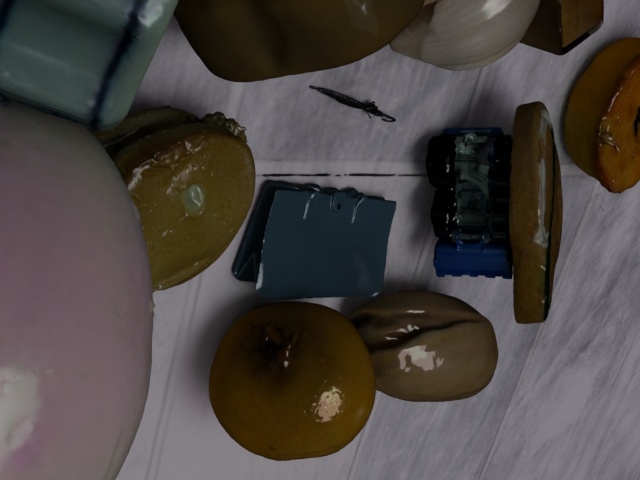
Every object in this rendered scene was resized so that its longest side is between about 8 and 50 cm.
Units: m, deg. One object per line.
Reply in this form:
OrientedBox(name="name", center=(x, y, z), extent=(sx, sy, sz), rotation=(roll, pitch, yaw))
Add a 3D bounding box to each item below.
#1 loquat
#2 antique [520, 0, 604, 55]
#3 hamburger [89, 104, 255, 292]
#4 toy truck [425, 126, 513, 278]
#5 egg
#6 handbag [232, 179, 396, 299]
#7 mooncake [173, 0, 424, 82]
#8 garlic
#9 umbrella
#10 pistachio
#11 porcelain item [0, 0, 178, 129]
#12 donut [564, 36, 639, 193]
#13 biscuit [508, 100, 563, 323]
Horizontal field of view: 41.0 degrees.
OrientedBox(name="loquat", center=(-0.032, 0.173, 1.068), extent=(0.208, 0.208, 0.208), rotation=(-22, 129, -30))
OrientedBox(name="antique", center=(0.294, -0.394, 1.078), extent=(0.093, 0.087, 0.310), rotation=(-37, 135, -21))
OrientedBox(name="hamburger", center=(-0.164, -0.046, 0.870), extent=(0.215, 0.122, 0.189), rotation=(-33, 141, -27))
OrientedBox(name="toy truck", center=(0.215, -0.054, 1.198), extent=(0.126, 0.113, 0.208), rotation=(-50, 139, -62))
OrientedBox(name="egg", center=(-0.282, 0.049, 0.651), extent=(0.354, 0.354, 0.339), rotation=(27, 95, -48))
OrientedBox(name="handbag", center=(0.000, 0.000, 1.100), extent=(0.221, 0.057, 0.144), rotation=(4, 106, -42))
OrientedBox(name="mooncake", center=(-0.016, -0.255, 0.797), extent=(0.235, 0.235, 0.117), rotation=(-43, 132, -12))
OrientedBox(name="garlic", center=(0.134, -0.291, 0.933), extent=(0.203, 0.184, 0.281), rotation=(-38, 138, 6))
OrientedBox(name="umbrella", center=(0.044, -0.168, 1.050), extent=(0.149, 0.022, 0.022), rotation=(14, 80, -46))
OrientedBox(name="pistachio", center=(0.160, 0.160, 1.266), extent=(0.181, 0.162, 0.293), rotation=(-39, 148, 31))
OrientedBox(name="porcelain item", center=(-0.142, -0.214, 0.514), extent=(0.157, 0.281, 0.285), rotation=(23, 91, -17))
OrientedBox(name="donut", center=(0.490, -0.199, 1.358), extent=(0.253, 0.118, 0.253), rotation=(-20, 125, -31))
OrientedBox(name="biscuit", center=(0.312, -0.025, 1.221), extent=(0.344, 0.057, 0.287), rotation=(48, 46, -64))
